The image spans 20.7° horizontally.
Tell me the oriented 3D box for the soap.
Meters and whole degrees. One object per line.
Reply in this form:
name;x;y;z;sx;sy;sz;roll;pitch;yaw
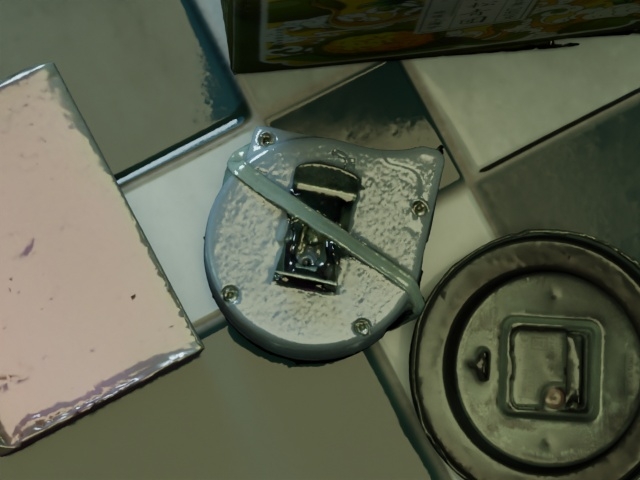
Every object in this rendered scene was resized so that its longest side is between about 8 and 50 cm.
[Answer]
soap;-0.227;0.014;1.358;0.181;0.081;0.259;-29;86;-9

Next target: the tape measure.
tape measure;-0.001;0.005;1.368;0.182;0.107;0.181;6;76;-1

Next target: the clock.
clock;0.180;0.104;1.406;0.226;0.049;0.226;1;83;-5

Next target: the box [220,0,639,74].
box;0.114;-0.235;1.250;0.372;0.420;0.138;-5;84;-4
